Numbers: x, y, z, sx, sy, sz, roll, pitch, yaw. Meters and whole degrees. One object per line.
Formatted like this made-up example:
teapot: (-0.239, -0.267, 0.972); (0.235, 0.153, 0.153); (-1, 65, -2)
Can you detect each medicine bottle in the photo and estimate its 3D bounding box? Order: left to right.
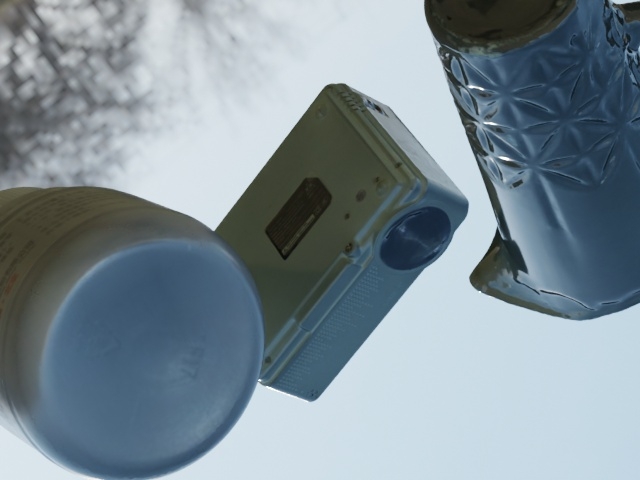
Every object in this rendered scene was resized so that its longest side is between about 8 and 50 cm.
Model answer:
medicine bottle: (-0.217, 0.071, 1.713); (0.245, 0.245, 0.306); (-41, -152, -17)

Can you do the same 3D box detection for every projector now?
projector: (0.000, 0.000, 1.790); (0.256, 0.099, 0.192); (-51, -134, 16)

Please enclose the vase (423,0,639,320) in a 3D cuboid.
vase: (0.171, -0.088, 1.225); (0.251, 0.301, 0.156); (-26, -125, 8)
